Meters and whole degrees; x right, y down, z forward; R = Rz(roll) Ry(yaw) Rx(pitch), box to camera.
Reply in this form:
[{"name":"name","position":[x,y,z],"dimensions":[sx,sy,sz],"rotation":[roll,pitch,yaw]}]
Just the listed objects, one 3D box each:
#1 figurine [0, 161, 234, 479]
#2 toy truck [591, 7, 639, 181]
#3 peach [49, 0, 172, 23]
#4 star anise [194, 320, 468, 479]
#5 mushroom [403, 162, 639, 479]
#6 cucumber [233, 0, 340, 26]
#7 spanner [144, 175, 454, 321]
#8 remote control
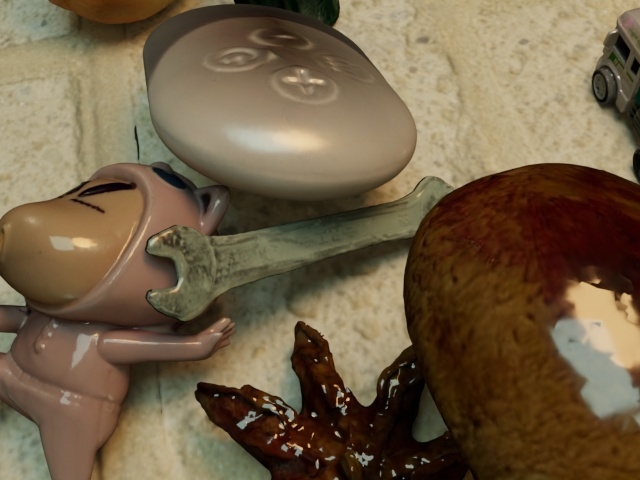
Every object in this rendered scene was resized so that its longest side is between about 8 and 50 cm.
[{"name":"figurine","position":[-0.185,0.058,0.581],"dimensions":[0.176,0.186,0.287],"rotation":[22,77,43]},{"name":"toy truck","position":[0.335,-0.122,0.677],"dimensions":[0.110,0.116,0.216],"rotation":[-13,58,-4]},{"name":"peach","position":[-0.225,-0.319,0.813],"dimensions":[0.184,0.184,0.184],"rotation":[-2,58,3]},{"name":"star anise","position":[0.023,0.178,0.537],"dimensions":[0.288,0.088,0.288],"rotation":[-2,61,3]},{"name":"mushroom","position":[0.195,0.110,0.442],"dimensions":[0.239,0.345,0.345],"rotation":[-8,53,35]},{"name":"cucumber","position":[-0.048,-0.267,0.805],"dimensions":[0.116,0.115,0.062],"rotation":[1,58,16]},{"name":"spanner","position":[0.000,0.000,0.608],"dimensions":[0.302,0.017,0.071],"rotation":[-13,90,-33]},{"name":"remote control","position":[-0.042,-0.133,0.674],"dimensions":[0.221,0.103,0.332],"rotation":[2,31,-18]}]
